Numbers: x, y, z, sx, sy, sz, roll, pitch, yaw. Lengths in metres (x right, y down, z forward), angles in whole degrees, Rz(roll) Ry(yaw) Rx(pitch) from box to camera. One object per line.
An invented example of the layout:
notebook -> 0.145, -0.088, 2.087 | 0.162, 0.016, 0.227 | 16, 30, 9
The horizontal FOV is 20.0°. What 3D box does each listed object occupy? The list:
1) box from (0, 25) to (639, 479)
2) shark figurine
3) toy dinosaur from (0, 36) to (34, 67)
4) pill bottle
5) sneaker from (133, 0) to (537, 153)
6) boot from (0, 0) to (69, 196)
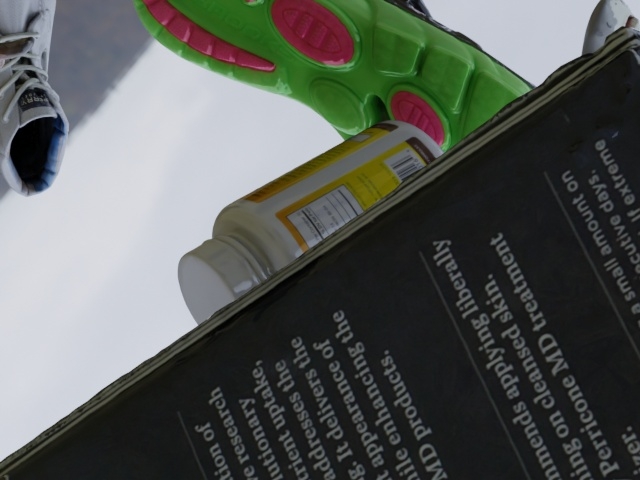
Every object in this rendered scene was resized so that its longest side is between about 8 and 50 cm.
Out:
box -> 0.142, 0.162, 1.064 | 0.472, 0.297, 0.480 | -33, 158, 25
shark figurine -> 0.242, -0.096, 1.685 | 0.166, 0.116, 0.278 | -20, 120, -63
toy dinosaur -> -0.269, -0.131, 0.992 | 0.295, 0.200, 0.127 | -84, -173, -71
pill bottle -> 0.000, 0.000, 1.385 | 0.215, 0.117, 0.117 | -30, -176, -28
sneaker -> 0.066, -0.152, 1.569 | 0.185, 0.483, 0.202 | -55, 172, 33
boot -> -0.255, -0.156, 1.567 | 0.095, 0.123, 0.258 | -18, 144, -20
